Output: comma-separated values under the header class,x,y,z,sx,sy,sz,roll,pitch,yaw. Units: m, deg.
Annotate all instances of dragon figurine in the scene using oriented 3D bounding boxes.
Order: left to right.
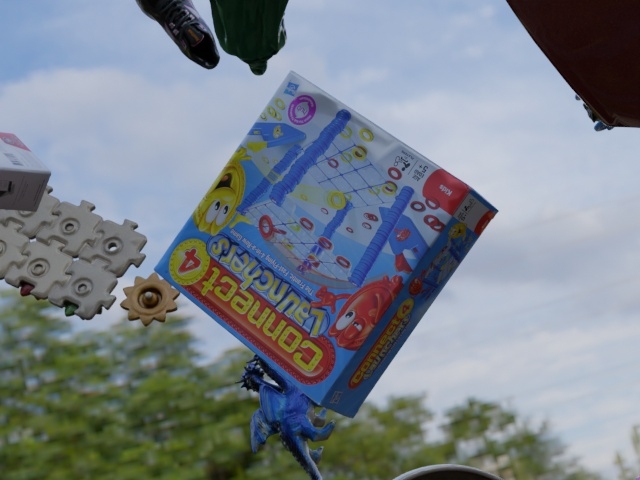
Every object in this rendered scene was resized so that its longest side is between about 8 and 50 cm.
class,x,y,z,sx,sy,sz,roll,pitch,yaw
dragon figurine,-0.057,0.263,2.203,0.144,0.289,0.085,13,-53,-8

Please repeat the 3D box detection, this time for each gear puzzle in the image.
class,x,y,z,sx,sy,sz,roll,pitch,yaw
gear puzzle,-0.346,0.036,2.211,0.339,0.175,0.044,22,-28,21

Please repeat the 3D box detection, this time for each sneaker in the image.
class,x,y,z,sx,sy,sz,roll,pitch,yaw
sneaker,-0.196,-0.315,2.168,0.072,0.077,0.178,-44,-48,3

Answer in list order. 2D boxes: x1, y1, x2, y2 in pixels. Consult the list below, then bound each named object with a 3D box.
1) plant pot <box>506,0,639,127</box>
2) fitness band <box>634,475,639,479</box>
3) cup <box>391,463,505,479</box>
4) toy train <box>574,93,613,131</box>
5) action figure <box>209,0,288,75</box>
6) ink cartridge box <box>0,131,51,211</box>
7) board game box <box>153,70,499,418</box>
class,x,y,z,sx,sy,sz,roll,pitch,yaw
plant pot,0.330,-0.241,1.323,0.267,0.236,0.267,7,41,44
fitness band,0.309,0.351,1.613,0.209,0.054,0.291,-46,0,-1
cup,0.187,0.518,2.481,0.331,0.331,0.237,-12,2,-8
toy train,0.416,-0.217,2.063,0.105,0.080,0.184,-26,-16,-10
action figure,-0.082,-0.282,1.711,0.137,0.063,0.232,1,-46,5
ink cartridge box,-0.391,-0.082,1.704,0.135,0.099,0.056,4,-62,-44
board game box,0.000,0.000,1.797,0.302,0.308,0.086,-55,-32,2
